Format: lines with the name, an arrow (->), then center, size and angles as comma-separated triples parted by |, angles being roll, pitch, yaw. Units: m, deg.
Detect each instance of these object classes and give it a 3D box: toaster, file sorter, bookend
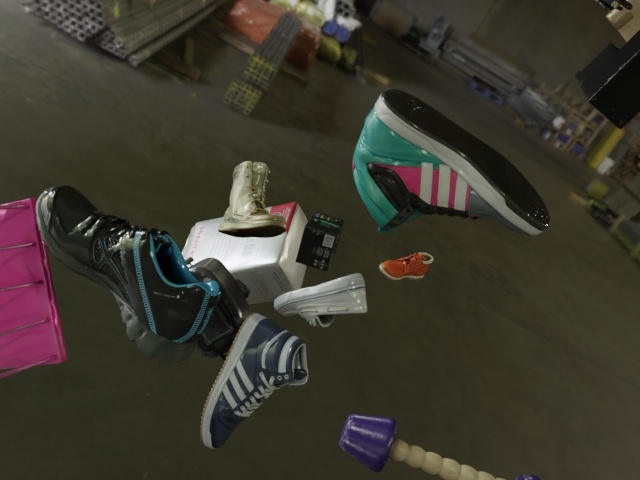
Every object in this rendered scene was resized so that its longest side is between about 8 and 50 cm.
toaster -> -0.228, 0.142, 1.498 | 0.227, 0.129, 0.146 | 58, 9, -12
file sorter -> -0.592, 0.091, 1.191 | 0.202, 0.291, 0.182 | -9, 2, 22
bookend -> 0.497, -0.279, 1.122 | 0.072, 0.156, 0.157 | 37, 28, -9

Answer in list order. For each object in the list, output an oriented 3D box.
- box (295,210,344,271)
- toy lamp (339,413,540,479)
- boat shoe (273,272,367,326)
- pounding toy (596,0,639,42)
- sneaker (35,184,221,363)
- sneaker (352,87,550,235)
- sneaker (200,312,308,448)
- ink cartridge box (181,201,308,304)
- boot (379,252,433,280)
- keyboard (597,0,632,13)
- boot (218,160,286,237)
box -> 0.000, 0.000, 1.076 | 0.052, 0.062, 0.083 | 17, 20, 3
toy lamp -> 0.160, 0.312, 0.977 | 0.274, 0.080, 0.080 | 22, 21, 3
boat shoe -> -0.005, 0.120, 1.267 | 0.083, 0.226, 0.076 | -5, 79, -38
pounding toy -> 0.585, -0.408, 1.280 | 0.206, 0.094, 0.181 | -10, 66, -58
sneaker -> -0.280, 0.017, 1.043 | 0.341, 0.140, 0.125 | 42, 23, 13
sneaker -> 0.163, -0.063, 1.016 | 0.295, 0.178, 0.124 | 36, 37, -2
sneaker -> -0.124, 0.299, 1.396 | 0.153, 0.282, 0.099 | 21, -4, 21
ink cartridge box -> -0.189, 0.044, 1.763 | 0.131, 0.306, 0.226 | 58, 32, -37
boot -> 0.228, 0.062, 1.873 | 0.157, 0.085, 0.059 | 1, 51, -37
keyboard -> 0.382, -0.423, 0.978 | 0.317, 0.202, 0.033 | 37, -7, 22
boot -> -0.138, -0.091, 1.527 | 0.077, 0.165, 0.213 | 19, -12, -37
